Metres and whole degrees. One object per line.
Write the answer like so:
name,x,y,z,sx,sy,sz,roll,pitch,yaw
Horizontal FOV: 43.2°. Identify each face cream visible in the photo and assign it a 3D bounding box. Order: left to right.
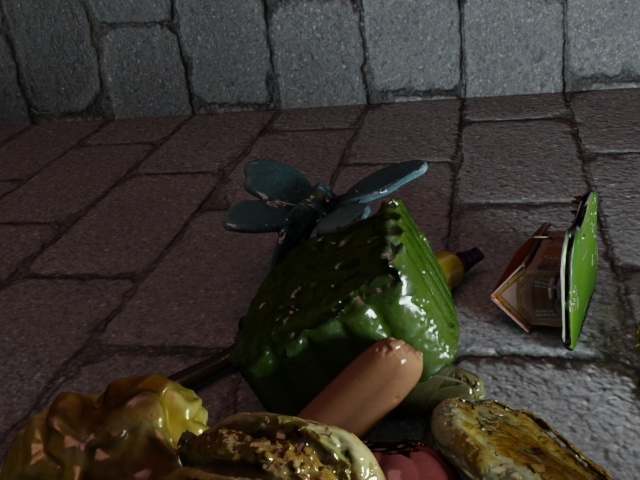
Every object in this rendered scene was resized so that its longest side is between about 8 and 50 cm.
face cream,0.215,0.072,1.564,0.273,0.078,0.078,-24,29,-31

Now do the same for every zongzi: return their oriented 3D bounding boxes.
zongzi,0.143,0.241,1.217,0.176,0.078,0.160,-33,27,-31

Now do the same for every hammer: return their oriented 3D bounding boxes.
hammer,-0.245,0.245,1.357,0.440,0.044,0.168,-24,28,-32

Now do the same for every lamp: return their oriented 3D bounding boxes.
lamp,0.085,0.318,0.993,0.182,0.140,0.182,-2,-4,0

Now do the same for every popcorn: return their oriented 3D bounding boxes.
popcorn,-0.285,0.296,1.068,0.265,0.225,0.332,-11,0,-37

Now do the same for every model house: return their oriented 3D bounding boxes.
model house,0.398,0.038,1.441,0.154,0.207,0.294,2,25,27

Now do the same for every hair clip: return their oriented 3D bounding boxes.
hair clip,0.000,0.000,1.588,0.392,0.238,0.318,2,27,20

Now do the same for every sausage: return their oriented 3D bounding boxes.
sausage,0.021,0.239,1.076,0.289,0.086,0.086,-44,25,7

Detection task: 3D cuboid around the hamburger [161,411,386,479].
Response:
hamburger,-0.039,0.311,0.861,0.259,0.283,0.144,9,37,23

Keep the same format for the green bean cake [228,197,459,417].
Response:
green bean cake,0.033,0.110,1.257,0.319,0.218,0.335,-28,15,13

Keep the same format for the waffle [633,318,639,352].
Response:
waffle,0.619,0.131,1.270,0.245,0.052,0.254,-14,23,27

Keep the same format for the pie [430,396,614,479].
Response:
pie,0.264,0.277,1.005,0.274,0.055,0.274,22,11,-4
